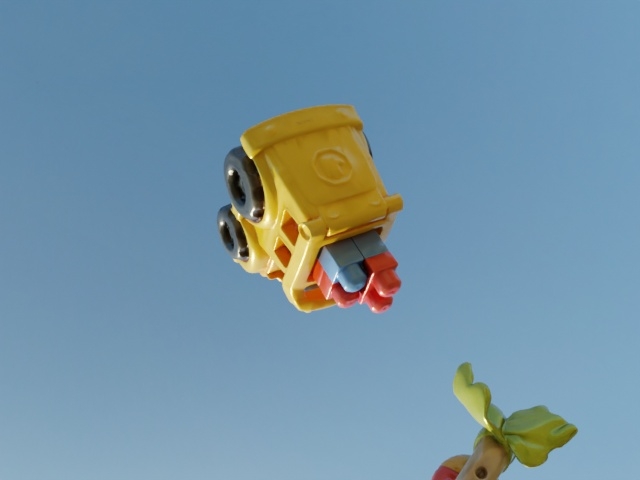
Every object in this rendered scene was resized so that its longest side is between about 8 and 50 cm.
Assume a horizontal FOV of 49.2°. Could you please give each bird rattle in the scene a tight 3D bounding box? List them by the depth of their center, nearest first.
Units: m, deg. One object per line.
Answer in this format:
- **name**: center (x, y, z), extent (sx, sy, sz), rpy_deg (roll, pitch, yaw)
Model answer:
- **bird rattle**: center (0.169, 0.281, 0.771), extent (0.254, 0.143, 0.207), rpy_deg (-57, -20, -28)

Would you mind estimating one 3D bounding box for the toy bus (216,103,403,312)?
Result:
- **toy bus**: center (0.000, 0.000, 0.748), extent (0.149, 0.211, 0.220), rpy_deg (-19, -26, -26)
